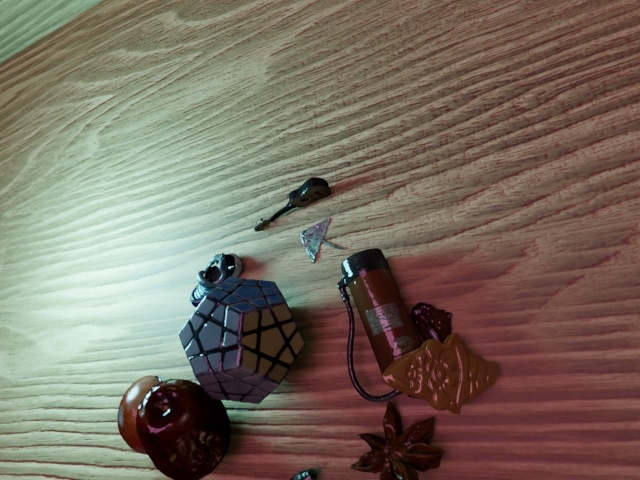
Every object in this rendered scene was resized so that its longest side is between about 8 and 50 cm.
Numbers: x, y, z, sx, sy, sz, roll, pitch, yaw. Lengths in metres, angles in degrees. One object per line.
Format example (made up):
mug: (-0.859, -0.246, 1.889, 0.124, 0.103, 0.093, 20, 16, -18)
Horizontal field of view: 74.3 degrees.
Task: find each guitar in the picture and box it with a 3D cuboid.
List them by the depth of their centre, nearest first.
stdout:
guitar: (-0.093, -0.100, 1.229, 0.271, 0.084, 0.038, -29, 61, 25)

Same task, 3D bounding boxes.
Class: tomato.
tomato: (-0.530, 0.511, 1.226, 0.228, 0.112, 0.199, 42, 112, 48)

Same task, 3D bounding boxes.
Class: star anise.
star anise: (0.172, 0.461, 0.915, 0.213, 0.111, 0.196, -19, 44, 53)

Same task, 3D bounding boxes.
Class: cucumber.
cucumber: (-0.078, 0.630, 1.030, 0.056, 0.056, 0.250, 44, 99, 29)

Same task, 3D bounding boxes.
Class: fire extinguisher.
fire extinguisher: (0.143, 0.220, 1.005, 0.200, 0.113, 0.375, -43, 58, 38)

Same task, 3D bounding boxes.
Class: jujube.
jujube: (-0.340, 0.468, 1.060, 0.223, 0.317, 0.222, -2, 51, 3)

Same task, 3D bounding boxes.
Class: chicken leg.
chicken leg: (0.283, 0.225, 0.960, 0.093, 0.053, 0.205, -30, 69, -1)

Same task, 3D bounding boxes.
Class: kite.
kite: (0.000, 0.000, 1.185, 0.157, 0.011, 0.138, 20, 88, 30)

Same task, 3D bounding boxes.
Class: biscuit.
biscuit: (0.252, 0.278, 0.883, 0.251, 0.035, 0.162, -3, 67, -4)

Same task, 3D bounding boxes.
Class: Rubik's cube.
Rubik's cube: (-0.191, 0.248, 1.067, 0.319, 0.319, 0.263, 19, 112, 30)

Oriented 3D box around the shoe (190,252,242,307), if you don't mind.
shoe: (-0.330, 0.116, 1.267, 0.207, 0.106, 0.091, -50, 59, 13)
